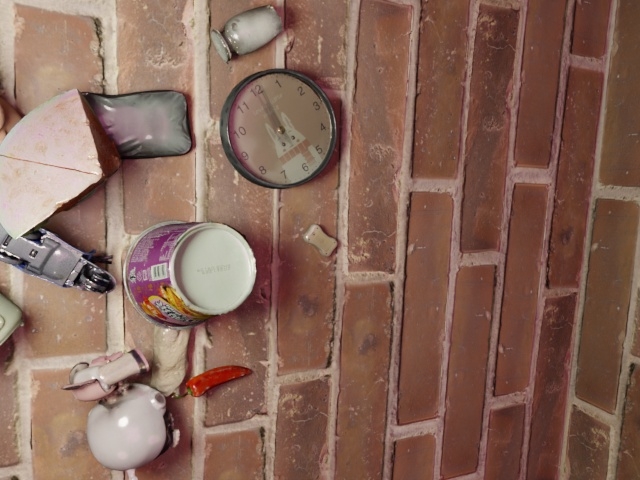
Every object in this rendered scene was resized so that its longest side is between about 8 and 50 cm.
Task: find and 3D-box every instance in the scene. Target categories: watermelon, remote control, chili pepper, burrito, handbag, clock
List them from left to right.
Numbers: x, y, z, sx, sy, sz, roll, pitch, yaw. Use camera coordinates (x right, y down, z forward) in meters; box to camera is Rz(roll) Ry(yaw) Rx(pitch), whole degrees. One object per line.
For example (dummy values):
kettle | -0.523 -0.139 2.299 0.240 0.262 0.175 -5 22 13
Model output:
watermelon | -0.644 -0.160 1.239 0.292 0.222 0.319 -33 70 -7
handbag | -0.536 -0.327 1.392 0.332 0.075 0.191 -10 105 -25
burrito | -0.462 0.315 1.520 0.117 0.076 0.392 4 99 -30
chili pepper | -0.351 0.454 1.588 0.272 0.063 0.071 -15 115 -36
clock | -0.126 -0.352 1.560 0.386 0.076 0.386 -4 100 -23
remote control | 0.000 0.000 1.694 0.122 0.032 0.074 40 82 -23

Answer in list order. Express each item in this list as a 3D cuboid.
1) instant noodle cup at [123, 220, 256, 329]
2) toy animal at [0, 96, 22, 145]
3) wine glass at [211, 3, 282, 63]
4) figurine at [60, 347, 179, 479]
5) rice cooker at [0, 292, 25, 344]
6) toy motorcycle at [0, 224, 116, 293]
instant noodle cup | -0.346 0.085 1.379 0.340 0.266 0.340 8 77 -37
toy animal | -0.842 -0.284 1.172 0.195 0.256 0.213 -21 90 -12
wine glass | -0.219 -0.621 1.459 0.204 0.111 0.111 -33 110 -12
figurine | -0.591 0.505 1.420 0.361 0.253 0.211 70 26 -20
rice cooker | -0.907 0.195 1.229 0.226 0.226 0.244 -47 110 -11
toy motorcycle | -0.710 0.032 1.301 0.358 0.212 0.125 33 90 -21
